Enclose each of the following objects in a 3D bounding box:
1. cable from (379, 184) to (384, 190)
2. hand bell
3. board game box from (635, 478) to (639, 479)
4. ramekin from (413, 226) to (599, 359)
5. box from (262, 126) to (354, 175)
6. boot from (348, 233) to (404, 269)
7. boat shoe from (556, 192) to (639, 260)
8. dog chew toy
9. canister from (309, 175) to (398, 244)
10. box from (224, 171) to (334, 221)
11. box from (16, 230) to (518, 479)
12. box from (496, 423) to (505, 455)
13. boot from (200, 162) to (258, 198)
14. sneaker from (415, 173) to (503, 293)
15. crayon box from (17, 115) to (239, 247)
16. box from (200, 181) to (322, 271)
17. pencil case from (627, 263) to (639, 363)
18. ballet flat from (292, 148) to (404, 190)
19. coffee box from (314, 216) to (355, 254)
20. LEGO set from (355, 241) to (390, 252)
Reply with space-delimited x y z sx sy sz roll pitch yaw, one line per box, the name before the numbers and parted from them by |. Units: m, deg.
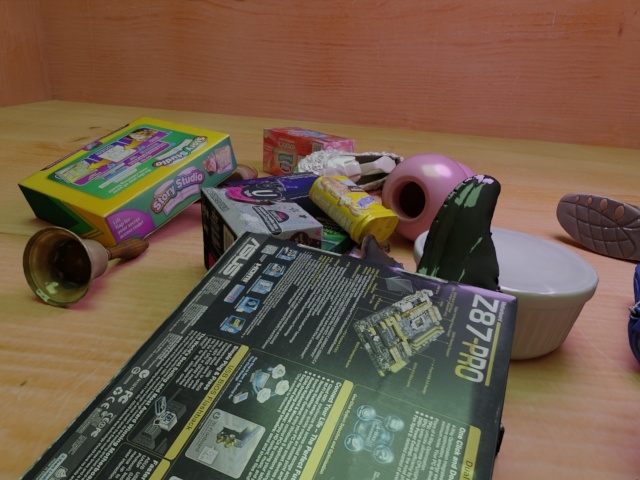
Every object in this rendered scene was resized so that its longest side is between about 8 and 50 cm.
cable | 0.268 -0.140 1.444 0.184 0.047 0.150 9 27 5
hand bell | -0.380 0.027 0.851 0.126 0.126 0.242 9 9 11
board game box | 0.330 0.290 0.381 0.126 0.026 0.186 -14 28 -39
ramekin | 0.279 0.078 0.771 0.272 0.127 0.273 4 22 -2
box | -0.046 -0.275 1.572 0.142 0.154 0.300 -15 28 -41
boot | 0.105 0.054 0.909 0.106 0.082 0.219 33 20 7
boat shoe | 0.743 -0.015 1.129 0.355 0.132 0.130 30 23 32
dog chew toy | 0.294 -0.103 1.156 0.206 0.207 0.332 21 19 37
canister | 0.070 -0.072 1.052 0.126 0.073 0.170 -9 43 -47
box | -0.076 -0.091 1.171 0.261 0.103 0.184 -15 31 -40
box | -0.024 0.163 0.401 0.318 0.097 0.395 11 40 21
box | 0.097 0.181 0.591 0.184 0.045 0.191 -1 23 -8
boot | -0.320 -0.180 1.351 0.283 0.109 0.220 -6 13 5
sneaker | 0.181 0.047 0.613 0.130 0.286 0.109 24 -15 19
crayon box | -0.428 -0.148 1.101 0.313 0.106 0.363 18 45 29
box | -0.107 0.009 0.819 0.142 0.163 0.247 -8 25 -25
pencil case | 0.560 0.107 0.758 0.133 0.119 0.306 39 33 19
ballet flat | 0.101 -0.213 1.420 0.409 0.147 0.147 -15 29 -40
coffee box | 0.000 0.000 1.030 0.113 0.040 0.184 15 23 24
LEGO set | 0.112 0.014 1.053 0.083 0.023 0.054 25 29 13
